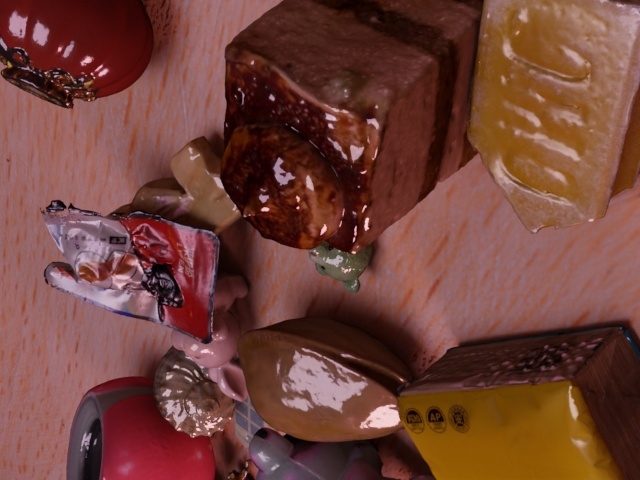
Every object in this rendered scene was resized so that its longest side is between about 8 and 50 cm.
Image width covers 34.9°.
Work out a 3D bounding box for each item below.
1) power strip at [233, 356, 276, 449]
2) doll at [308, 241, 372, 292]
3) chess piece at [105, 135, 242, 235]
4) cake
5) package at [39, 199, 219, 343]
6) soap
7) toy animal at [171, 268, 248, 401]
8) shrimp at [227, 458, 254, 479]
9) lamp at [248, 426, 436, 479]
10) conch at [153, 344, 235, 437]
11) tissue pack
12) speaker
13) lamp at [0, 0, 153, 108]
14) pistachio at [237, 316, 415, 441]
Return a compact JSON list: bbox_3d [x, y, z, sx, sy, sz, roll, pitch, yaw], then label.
[{"bbox_3d":[-0.106,0.274,1.636,0.080,0.029,0.226,29,136,29],"label":"power strip"},{"bbox_3d":[0.000,0.000,1.285,0.150,0.078,0.115,36,130,40],"label":"doll"},{"bbox_3d":[-0.202,-0.033,1.440,0.301,0.137,0.137,-31,94,47],"label":"chess piece"},{"bbox_3d":[0.019,-0.130,0.981,0.196,0.293,0.198,32,142,25],"label":"cake"},{"bbox_3d":[-0.268,0.035,1.421,0.270,0.071,0.194,11,132,8],"label":"package"},{"bbox_3d":[0.222,-0.128,0.938,0.160,0.080,0.257,28,135,30],"label":"soap"},{"bbox_3d":[-0.167,0.148,1.511,0.124,0.124,0.212,8,110,43],"label":"toy animal"},{"bbox_3d":[-0.102,0.460,1.774,0.133,0.051,0.187,-5,121,28],"label":"shrimp"},{"bbox_3d":[0.034,0.395,1.414,0.301,0.247,0.247,22,158,35],"label":"lamp"},{"bbox_3d":[-0.205,0.227,1.650,0.155,0.130,0.207,-65,23,8],"label":"conch"},{"bbox_3d":[0.241,0.213,1.137,0.271,0.134,0.192,-17,106,51],"label":"tissue pack"},{"bbox_3d":[-0.325,0.378,1.750,0.294,0.294,0.294,27,135,30],"label":"speaker"},{"bbox_3d":[-0.322,-0.281,1.302,0.227,0.227,0.226,27,135,30],"label":"lamp"},{"bbox_3d":[0.010,0.180,1.337,0.213,0.162,0.261,35,152,-34],"label":"pistachio"}]
